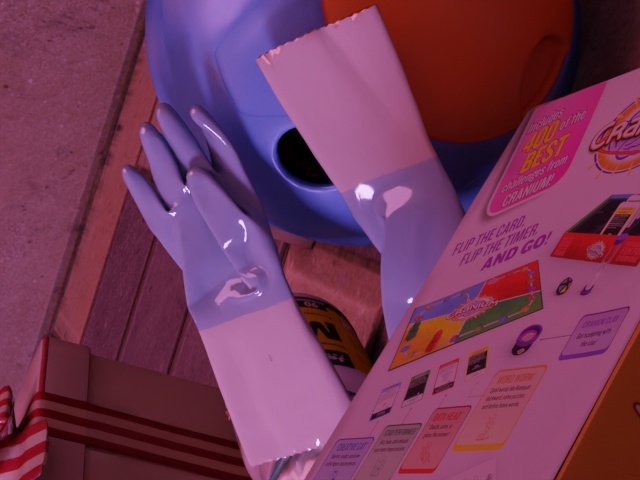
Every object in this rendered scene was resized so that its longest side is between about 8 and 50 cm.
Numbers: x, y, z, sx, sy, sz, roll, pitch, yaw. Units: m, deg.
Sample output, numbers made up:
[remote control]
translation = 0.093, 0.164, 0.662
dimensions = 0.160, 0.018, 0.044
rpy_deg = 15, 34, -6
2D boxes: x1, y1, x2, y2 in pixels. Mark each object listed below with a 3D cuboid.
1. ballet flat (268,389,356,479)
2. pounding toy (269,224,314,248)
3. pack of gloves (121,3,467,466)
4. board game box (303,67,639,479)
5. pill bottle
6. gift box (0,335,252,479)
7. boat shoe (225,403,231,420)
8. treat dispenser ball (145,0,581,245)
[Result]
[ballet flat]
translation = 0.001, 0.298, 1.030
dimensions = 0.147, 0.147, 0.409
rpy_deg = -110, 37, -63
[pounding toy]
translation = -0.068, -0.039, 1.506
dimensions = 0.141, 0.130, 0.100
rpy_deg = -122, 51, -68
[pack of gloves]
translation = 0.000, 0.000, 0.930
dimensions = 0.195, 0.232, 0.046
rpy_deg = -21, 7, 24
[board game box]
translation = 0.116, 0.047, 0.747
dimensions = 0.316, 0.064, 0.242
rpy_deg = -57, 16, -21
[pill bottle]
translation = -0.008, 0.130, 1.176
dimensions = 0.208, 0.119, 0.119
rpy_deg = -120, 49, -67
[gift box]
translation = -0.200, 0.263, 1.413
dimensions = 0.276, 0.258, 0.255
rpy_deg = -102, 33, -59
[boat shoe]
translation = -0.060, 0.150, 1.418
dimensions = 0.170, 0.059, 0.063
rpy_deg = -127, 55, -69
[treat dispenser ball]
translation = 0.028, -0.141, 1.034
dimensions = 0.288, 0.288, 0.288
rpy_deg = -163, 90, -73
